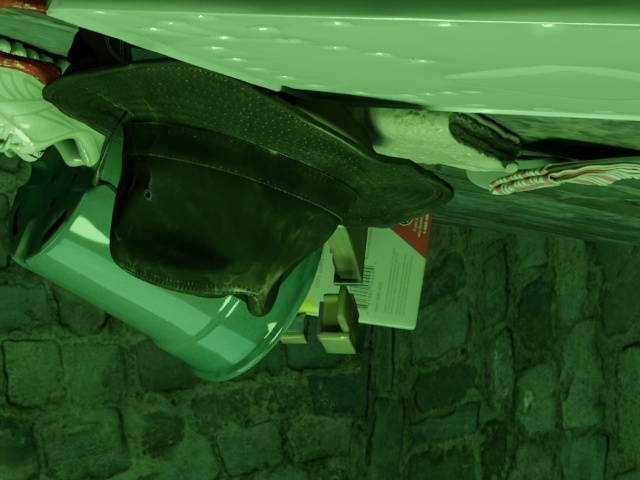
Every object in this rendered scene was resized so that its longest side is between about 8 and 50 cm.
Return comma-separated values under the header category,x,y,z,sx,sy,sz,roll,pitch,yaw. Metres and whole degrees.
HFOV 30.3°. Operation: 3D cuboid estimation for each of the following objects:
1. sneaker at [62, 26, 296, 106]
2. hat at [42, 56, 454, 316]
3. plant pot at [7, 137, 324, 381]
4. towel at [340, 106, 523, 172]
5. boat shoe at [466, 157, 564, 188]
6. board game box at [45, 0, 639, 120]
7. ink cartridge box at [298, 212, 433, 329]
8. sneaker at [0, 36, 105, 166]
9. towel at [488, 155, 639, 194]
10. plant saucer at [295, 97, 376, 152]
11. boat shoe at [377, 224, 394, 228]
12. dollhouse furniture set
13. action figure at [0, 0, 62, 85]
category,x,y,z,sx,sy,sz,roll,pitch,yaw
sneaker,-0.117,-0.136,0.972,0.162,0.107,0.281,12,169,12
hat,-0.075,-0.017,0.881,0.331,0.134,0.331,18,169,3
plant pot,-0.226,-0.019,1.639,0.334,0.341,0.341,28,168,-33
towel,0.105,-0.115,1.305,0.187,0.049,0.282,7,178,27
boat shoe,0.261,-0.087,1.550,0.142,0.049,0.040,5,178,34
board game box,0.131,-0.100,0.582,0.389,0.050,0.390,4,-178,17
ink cartridge box,0.000,0.000,2.229,0.384,0.279,0.160,10,180,-8
sneaker,-0.336,-0.151,1.256,0.110,0.118,0.292,10,179,43
towel,0.296,-0.072,1.392,0.144,0.029,0.197,-5,178,-11
plant saucer,-0.063,-0.110,1.236,0.277,0.041,0.278,16,162,6
boat shoe,0.026,-0.100,2.051,0.258,0.109,0.089,27,178,-25
dollhouse furniture set,-0.093,0.008,1.852,0.303,0.287,0.198,0,151,12
action figure,-0.307,-0.167,0.814,0.280,0.092,0.139,8,-174,-25
